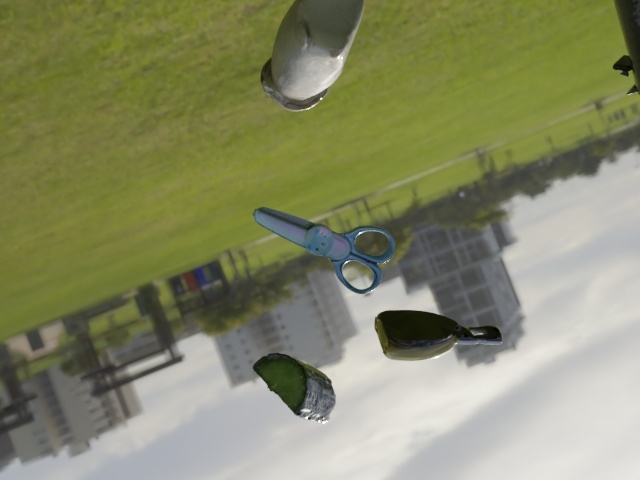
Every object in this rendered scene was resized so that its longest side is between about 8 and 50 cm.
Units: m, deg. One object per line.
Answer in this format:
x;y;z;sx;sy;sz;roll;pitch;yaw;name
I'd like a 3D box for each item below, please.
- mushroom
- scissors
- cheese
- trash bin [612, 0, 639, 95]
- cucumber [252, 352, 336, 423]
-0.013;-0.335;1.835;0.138;0.154;0.407;6;173;-12;mushroom
0.000;0.000;1.882;0.256;0.125;0.030;22;-170;-7;scissors
0.154;0.119;1.365;0.162;0.036;0.086;0;-149;-13;cheese
0.517;-0.377;1.528;0.252;0.301;0.203;-5;-160;39;trash bin
-0.033;0.210;1.582;0.062;0.116;0.115;-48;150;1;cucumber
